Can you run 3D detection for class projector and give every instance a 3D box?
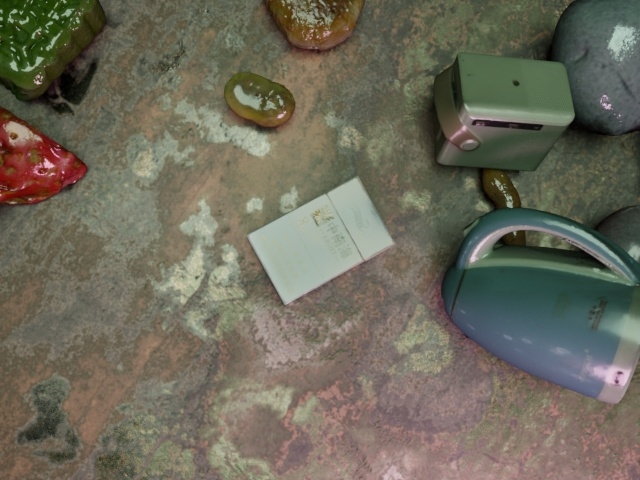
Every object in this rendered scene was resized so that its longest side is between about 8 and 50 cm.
[{"bbox_3d":[0.321,-0.238,1.179,0.243,0.177,0.163,4,61,-6],"label":"projector"}]

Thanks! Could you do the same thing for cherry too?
[{"bbox_3d":[0.559,-0.345,1.192,0.255,0.218,0.296,9,93,-40],"label":"cherry"},{"bbox_3d":[0.600,0.017,1.217,0.176,0.140,0.176,2,77,-10],"label":"cherry"}]

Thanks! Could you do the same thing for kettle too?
[{"bbox_3d":[0.390,0.089,1.121,0.342,0.247,0.319,17,125,20],"label":"kettle"}]

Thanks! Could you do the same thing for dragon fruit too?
[{"bbox_3d":[-0.589,-0.140,1.133,0.262,0.134,0.211,29,87,-2],"label":"dragon fruit"}]

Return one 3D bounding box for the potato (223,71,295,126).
[{"bbox_3d":[-0.116,-0.270,1.212,0.138,0.070,0.091,23,86,-1],"label":"potato"}]

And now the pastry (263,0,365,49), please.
[{"bbox_3d":[-0.012,-0.472,1.224,0.182,0.093,0.192,-33,89,-9],"label":"pastry"}]

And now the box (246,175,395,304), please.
[{"bbox_3d":[0.000,0.000,1.203,0.243,0.067,0.155,-30,90,-6],"label":"box"}]

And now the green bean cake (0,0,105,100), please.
[{"bbox_3d":[-0.549,-0.398,1.157,0.222,0.125,0.248,29,84,-2],"label":"green bean cake"}]

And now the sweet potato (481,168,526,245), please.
[{"bbox_3d":[0.370,-0.057,1.247,0.065,0.051,0.218,-18,88,-9],"label":"sweet potato"}]
